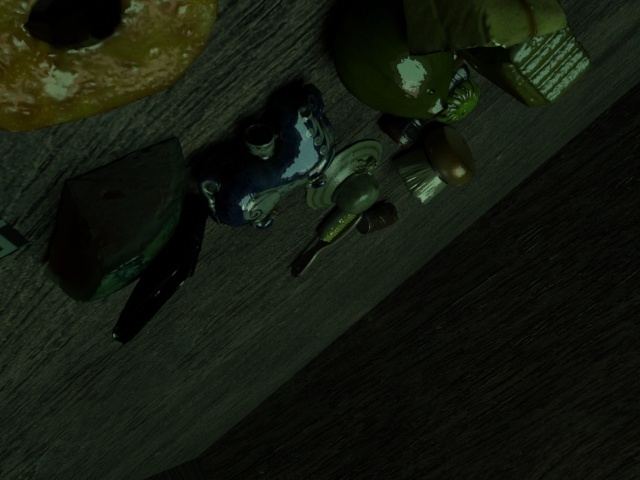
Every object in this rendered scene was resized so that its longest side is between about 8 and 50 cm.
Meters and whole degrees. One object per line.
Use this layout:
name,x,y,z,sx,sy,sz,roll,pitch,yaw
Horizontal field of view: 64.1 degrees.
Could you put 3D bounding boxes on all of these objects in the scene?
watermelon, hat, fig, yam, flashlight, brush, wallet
watermelon,-0.327,-0.013,0.812,0.256,0.176,0.260,-74,-168,-48
hat,0.088,-0.128,1.297,0.252,0.110,0.252,-34,160,-14
fig,0.137,-0.303,0.856,0.203,0.225,0.203,-42,-176,3
yam,0.178,-0.072,1.621,0.141,0.079,0.079,-22,154,-36
flashlight,0.244,-0.324,1.190,0.232,0.093,0.093,-49,158,12
brush,-0.002,-0.002,1.502,0.067,0.072,0.313,20,126,-40
wallet,-0.261,0.035,0.883,0.172,0.045,0.318,-45,-161,14
brush,0.339,-0.222,1.470,0.166,0.174,0.267,-34,-178,31

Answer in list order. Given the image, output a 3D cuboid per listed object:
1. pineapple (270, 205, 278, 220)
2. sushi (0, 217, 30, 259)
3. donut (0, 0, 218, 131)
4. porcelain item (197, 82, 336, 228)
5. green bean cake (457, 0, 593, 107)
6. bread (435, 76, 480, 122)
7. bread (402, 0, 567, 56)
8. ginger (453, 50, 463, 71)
pineapple,-0.152,-0.058,1.120,0.124,0.058,0.058,-15,149,-46
sushi,-0.585,0.047,0.604,0.359,0.064,0.343,-32,159,-14
donut,-0.249,-0.240,0.483,0.303,0.110,0.303,-32,160,-13
porcelain item,-0.093,-0.147,0.924,0.288,0.138,0.186,-34,149,-15
green bean cake,0.330,-0.360,0.904,0.233,0.236,0.124,24,115,-45
bread,0.353,-0.358,1.312,0.139,0.071,0.130,-9,141,-53
bread,0.209,-0.390,0.684,0.168,0.163,0.263,-26,116,-28
ginger,0.283,-0.422,1.053,0.333,0.080,0.166,-44,141,16
